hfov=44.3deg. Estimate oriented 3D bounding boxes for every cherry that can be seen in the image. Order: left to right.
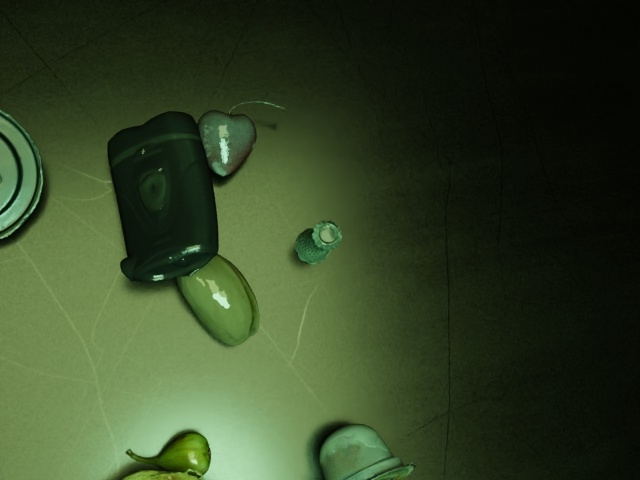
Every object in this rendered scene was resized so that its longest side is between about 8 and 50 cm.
[{"bbox_3d":[-0.172,-0.209,1.673,0.188,0.115,0.148,7,59,-17],"label":"cherry"}]

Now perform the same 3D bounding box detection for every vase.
[{"bbox_3d":[0.000,0.000,1.654,0.081,0.149,0.081,2,80,-13],"label":"vase"}]

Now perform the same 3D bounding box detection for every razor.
[{"bbox_3d":[-0.314,-0.087,1.570,0.204,0.113,0.349,-17,67,9],"label":"razor"}]

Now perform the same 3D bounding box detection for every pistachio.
[{"bbox_3d":[-0.210,0.111,1.604,0.136,0.136,0.226,-37,95,-17],"label":"pistachio"}]

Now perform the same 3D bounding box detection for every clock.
[{"bbox_3d":[-0.685,-0.129,1.523,0.281,0.055,0.280,-3,98,-24],"label":"clock"}]

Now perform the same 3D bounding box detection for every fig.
[{"bbox_3d":[-0.291,0.427,1.563,0.166,0.093,0.093,-7,79,25],"label":"fig"}]

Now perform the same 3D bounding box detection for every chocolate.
[{"bbox_3d":[0.069,0.453,1.596,0.221,0.221,0.147,-22,57,-16],"label":"chocolate"}]

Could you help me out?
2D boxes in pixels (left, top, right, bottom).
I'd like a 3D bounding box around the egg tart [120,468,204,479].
[{"bbox_3d":[-0.294,0.539,1.495,0.291,0.107,0.290,0,102,-1],"label":"egg tart"}]
